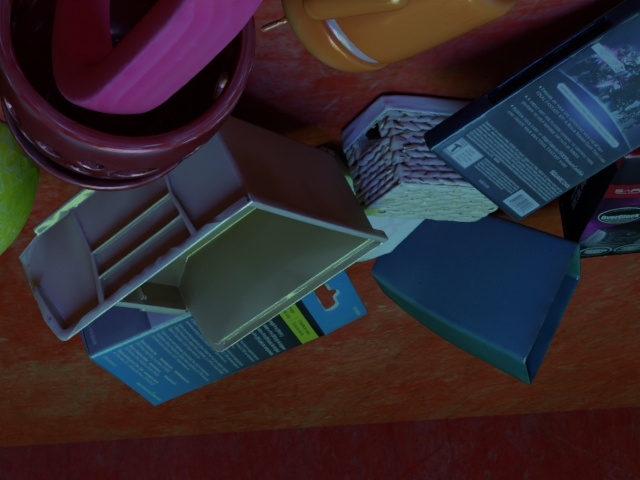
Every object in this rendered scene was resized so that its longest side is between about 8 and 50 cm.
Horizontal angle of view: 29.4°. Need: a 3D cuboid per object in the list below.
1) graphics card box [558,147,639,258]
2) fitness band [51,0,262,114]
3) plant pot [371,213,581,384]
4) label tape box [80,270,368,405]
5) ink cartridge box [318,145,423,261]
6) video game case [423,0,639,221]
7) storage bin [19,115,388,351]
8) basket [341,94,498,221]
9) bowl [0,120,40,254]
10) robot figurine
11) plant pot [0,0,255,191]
[{"bbox_3d":[0.426,-0.081,1.438,0.232,0.094,0.371,-6,163,-1],"label":"graphics card box"},{"bbox_3d":[-0.098,-0.197,0.731,0.054,0.209,0.291,7,158,-31],"label":"fitness band"},{"bbox_3d":[0.196,0.054,1.583,0.234,0.166,0.166,23,170,17],"label":"plant pot"},{"bbox_3d":[-0.131,0.087,1.684,0.347,0.115,0.249,-25,154,3],"label":"label tape box"},{"bbox_3d":[0.000,0.000,1.471,0.189,0.066,0.232,15,123,-48],"label":"ink cartridge box"},{"bbox_3d":[0.260,-0.129,1.177,0.274,0.026,0.196,-34,144,19],"label":"video game case"},{"bbox_3d":[-0.117,0.003,1.220,0.260,0.123,0.262,-35,158,21],"label":"storage bin"},{"bbox_3d":[0.121,-0.084,1.313,0.167,0.103,0.113,3,160,-25],"label":"basket"},{"bbox_3d":[-0.436,-0.016,1.269,0.289,0.156,0.289,-6,162,-2],"label":"bowl"},{"bbox_3d":[0.059,-0.201,0.900,0.219,0.158,0.128,-19,138,36],"label":"robot figurine"},{"bbox_3d":[-0.157,-0.133,0.944,0.191,0.191,0.174,-1,166,-14],"label":"plant pot"}]
